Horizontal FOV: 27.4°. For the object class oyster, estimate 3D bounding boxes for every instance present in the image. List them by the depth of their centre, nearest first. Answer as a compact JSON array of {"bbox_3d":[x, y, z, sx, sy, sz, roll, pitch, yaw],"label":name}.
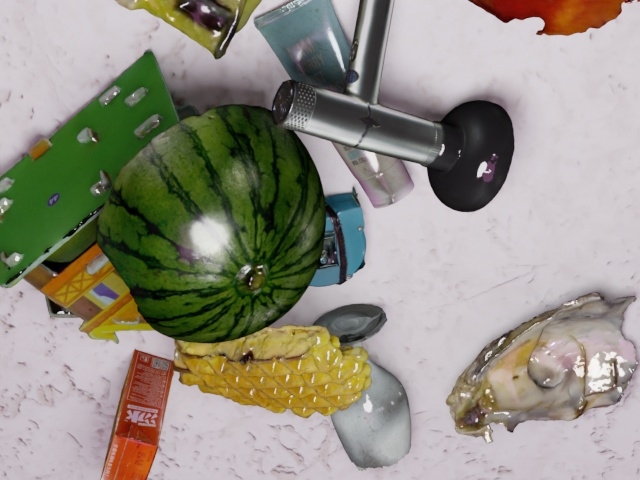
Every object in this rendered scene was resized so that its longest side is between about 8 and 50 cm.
[{"bbox_3d":[0.343,0.184,1.970,0.271,0.100,0.275,13,105,-7],"label":"oyster"}]

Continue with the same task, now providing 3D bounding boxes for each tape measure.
[{"bbox_3d":[0.000,0.000,1.895,0.125,0.081,0.146,-12,120,-10],"label":"tape measure"}]

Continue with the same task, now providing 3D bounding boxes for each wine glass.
[{"bbox_3d":[0.066,0.222,1.988,0.126,0.126,0.241,-9,115,8],"label":"wine glass"}]

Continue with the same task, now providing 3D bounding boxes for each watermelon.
[{"bbox_3d":[-0.104,0.007,1.686,0.331,0.189,0.330,-26,142,-22],"label":"watermelon"}]

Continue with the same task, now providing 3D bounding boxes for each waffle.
[{"bbox_3d":[-0.072,0.183,1.852,0.283,0.065,0.309,18,151,-10],"label":"waffle"}]

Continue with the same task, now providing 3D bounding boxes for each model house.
[{"bbox_3d":[-0.174,-0.379,1.670,0.234,0.175,0.193,29,117,-1],"label":"model house"},{"bbox_3d":[-0.240,-0.037,1.844,0.358,0.242,0.313,-41,132,10],"label":"model house"}]

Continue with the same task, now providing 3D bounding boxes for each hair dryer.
[{"bbox_3d":[0.125,-0.220,1.713,0.320,0.156,0.284,23,95,-30],"label":"hair dryer"}]

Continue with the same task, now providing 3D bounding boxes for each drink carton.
[{"bbox_3d":[-0.272,0.268,1.971,0.071,0.223,0.096,17,118,-7],"label":"drink carton"}]

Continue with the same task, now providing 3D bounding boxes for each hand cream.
[{"bbox_3d":[0.032,-0.191,1.804,0.111,0.070,0.312,-25,110,18],"label":"hand cream"}]

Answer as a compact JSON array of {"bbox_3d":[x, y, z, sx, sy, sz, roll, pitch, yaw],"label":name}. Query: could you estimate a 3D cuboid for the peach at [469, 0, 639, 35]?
[{"bbox_3d":[0.342,-0.416,1.516,0.417,0.339,0.353,8,119,-7],"label":"peach"}]
